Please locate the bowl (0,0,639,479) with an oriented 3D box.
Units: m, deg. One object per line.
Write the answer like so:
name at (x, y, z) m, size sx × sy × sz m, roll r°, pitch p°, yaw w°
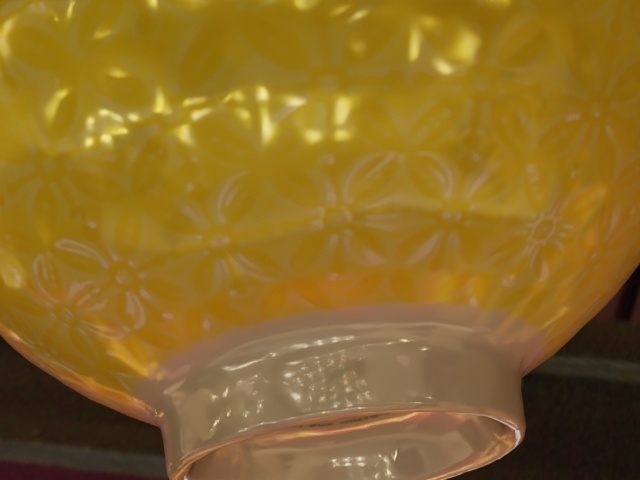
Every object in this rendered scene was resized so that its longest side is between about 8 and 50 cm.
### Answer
bowl at (0.000, 0.000, 0.423) m, size 0.289 × 0.289 × 0.156 m, roll -23°, pitch 62°, yaw 30°
